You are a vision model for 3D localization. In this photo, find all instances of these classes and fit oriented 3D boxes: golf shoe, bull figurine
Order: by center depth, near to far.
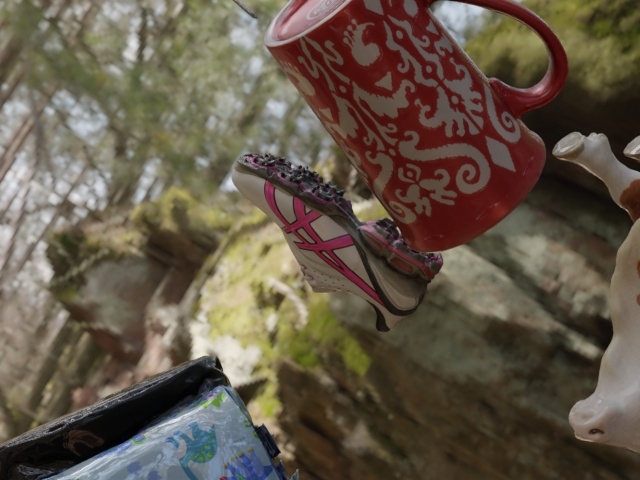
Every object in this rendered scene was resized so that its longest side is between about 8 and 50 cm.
[{"bbox_3d":[0.252,-0.009,0.713,0.188,0.310,0.101,54,6,-20],"label":"bull figurine"},{"bbox_3d":[0.000,0.000,0.981,0.186,0.086,0.067,34,17,10],"label":"golf shoe"}]

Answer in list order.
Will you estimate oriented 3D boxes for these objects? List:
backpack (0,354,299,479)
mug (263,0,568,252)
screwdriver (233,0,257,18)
[{"bbox_3d":[-0.138,0.319,1.262,0.273,0.290,0.355,-26,-94,62],"label":"backpack"},{"bbox_3d":[0.061,-0.103,0.789,0.169,0.150,0.113,48,-20,-24],"label":"mug"},{"bbox_3d":[-0.098,-0.231,1.094,0.170,0.024,0.025,47,-13,35],"label":"screwdriver"}]
